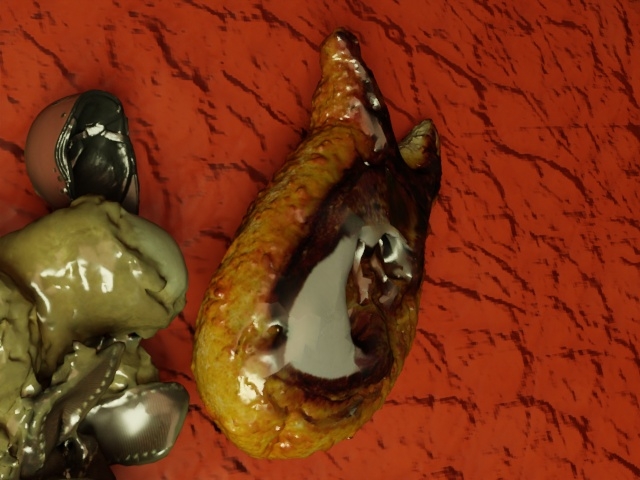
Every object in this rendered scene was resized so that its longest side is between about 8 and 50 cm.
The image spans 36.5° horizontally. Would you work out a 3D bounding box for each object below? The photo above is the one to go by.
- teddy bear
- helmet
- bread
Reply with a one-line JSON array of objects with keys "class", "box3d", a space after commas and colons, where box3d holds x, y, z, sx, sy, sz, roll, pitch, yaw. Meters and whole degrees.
[{"class": "teddy bear", "box3d": [-0.155, 0.119, 0.427, 0.267, 0.156, 0.256, -5, 69, -57]}, {"class": "helmet", "box3d": [-0.138, -0.041, 0.544, 0.065, 0.049, 0.084, -31, 118, -63]}, {"class": "bread", "box3d": [0.004, 0.007, 0.575, 0.139, 0.095, 0.268, 47, 44, -35]}]
